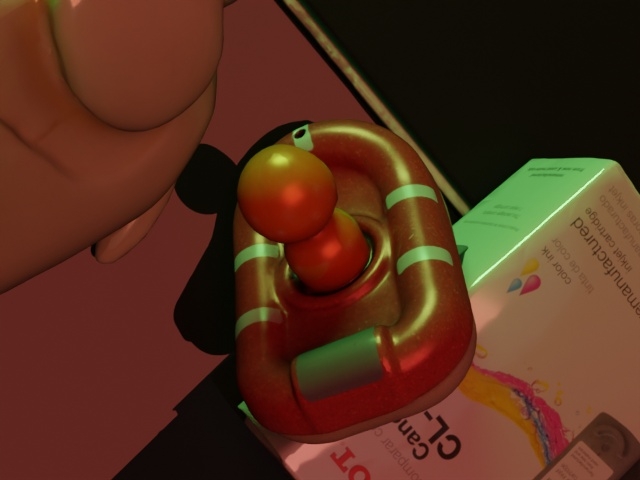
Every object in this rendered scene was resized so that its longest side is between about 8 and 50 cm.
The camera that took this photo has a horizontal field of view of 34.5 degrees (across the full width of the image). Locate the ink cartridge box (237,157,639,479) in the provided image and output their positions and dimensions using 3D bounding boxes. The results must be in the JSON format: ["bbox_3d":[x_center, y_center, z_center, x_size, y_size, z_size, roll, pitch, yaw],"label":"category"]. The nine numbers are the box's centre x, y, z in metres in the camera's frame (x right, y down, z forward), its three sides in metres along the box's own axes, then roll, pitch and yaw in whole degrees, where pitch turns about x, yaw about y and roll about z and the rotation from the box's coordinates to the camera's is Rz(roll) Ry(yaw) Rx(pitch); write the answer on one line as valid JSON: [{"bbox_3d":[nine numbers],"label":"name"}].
[{"bbox_3d":[0.133,0.117,0.747,0.306,0.131,0.226,-41,104,-11],"label":"ink cartridge box"}]

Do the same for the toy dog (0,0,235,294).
[{"bbox_3d":[-0.251,-0.036,0.517,0.284,0.395,0.408,31,69,16],"label":"toy dog"}]

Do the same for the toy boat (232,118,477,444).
[{"bbox_3d":[0.000,0.000,0.643,0.151,0.231,0.151,-22,130,13],"label":"toy boat"}]
